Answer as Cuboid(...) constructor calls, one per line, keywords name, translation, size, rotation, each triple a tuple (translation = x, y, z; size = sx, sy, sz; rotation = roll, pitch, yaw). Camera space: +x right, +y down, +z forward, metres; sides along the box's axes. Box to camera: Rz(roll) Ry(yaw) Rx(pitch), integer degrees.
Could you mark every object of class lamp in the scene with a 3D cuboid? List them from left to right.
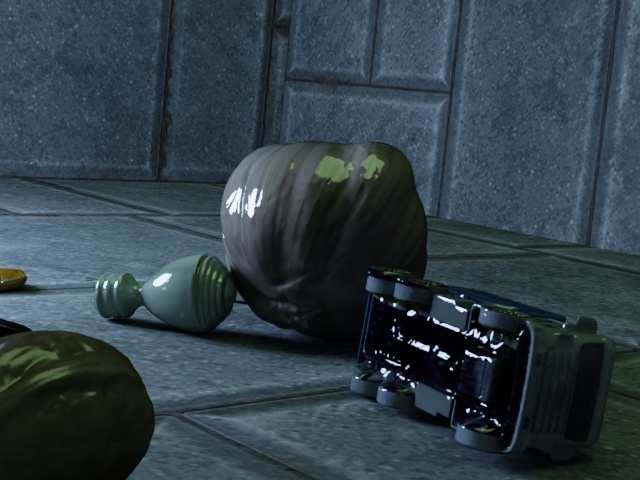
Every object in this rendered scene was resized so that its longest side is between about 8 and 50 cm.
Cuboid(name="lamp", translation=(-0.205, 0.072, 1.512), size=(0.193, 0.106, 0.106), rotation=(-3, 5, 12))

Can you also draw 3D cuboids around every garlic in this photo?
Cuboid(name="garlic", translation=(0.000, 0.000, 1.526), size=(0.317, 0.259, 0.317), rotation=(20, -24, 9))

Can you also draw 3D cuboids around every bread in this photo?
Cuboid(name="bread", translation=(-0.490, 0.055, 1.680), size=(0.110, 0.024, 0.110), rotation=(6, 6, -1))

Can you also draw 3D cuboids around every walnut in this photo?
Cuboid(name="walnut", translation=(-0.203, 0.134, 0.845), size=(0.140, 0.140, 0.162), rotation=(10, 1, 32))

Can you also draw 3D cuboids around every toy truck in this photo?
Cuboid(name="toy truck", translation=(0.154, 0.118, 1.215), size=(0.175, 0.146, 0.367), rotation=(7, 6, -26))

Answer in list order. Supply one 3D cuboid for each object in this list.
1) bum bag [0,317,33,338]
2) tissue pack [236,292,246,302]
Cuboid(name="bum bag", translation=(-0.316, 0.117, 1.147), size=(0.102, 0.069, 0.248), rotation=(42, -10, -24))
Cuboid(name="tissue pack", translation=(-0.127, 0.075, 1.767), size=(0.083, 0.035, 0.063), rotation=(6, 7, 7))
